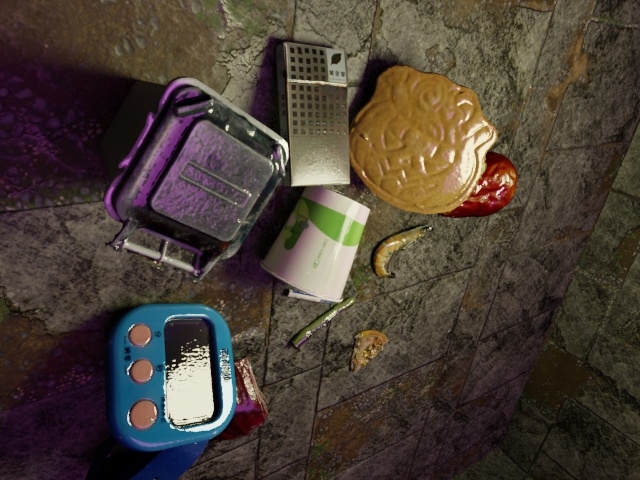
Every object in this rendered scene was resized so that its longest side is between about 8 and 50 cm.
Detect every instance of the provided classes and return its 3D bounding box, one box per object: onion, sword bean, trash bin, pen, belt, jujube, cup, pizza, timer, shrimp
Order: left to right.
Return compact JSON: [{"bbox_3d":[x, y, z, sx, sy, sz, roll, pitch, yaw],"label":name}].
[{"bbox_3d":[-0.460,0.565,1.236,0.347,0.212,0.117,-39,121,-1],"label":"belt"},{"bbox_3d":[-0.366,0.329,1.131,0.309,0.340,0.115,5,157,-39],"label":"timer"},{"bbox_3d":[-0.273,-0.139,0.852,0.255,0.367,0.296,26,97,-42],"label":"trash bin"},{"bbox_3d":[-0.292,0.541,1.412,0.280,0.146,0.314,-28,134,-16],"label":"onion"},{"bbox_3d":[-0.034,0.181,1.469,0.204,0.025,0.025,17,105,-43],"label":"pen"},{"bbox_3d":[0.000,0.000,1.245,0.253,0.253,0.274,22,95,-43],"label":"cup"},{"bbox_3d":[0.012,0.275,1.553,0.269,0.038,0.043,-34,126,-18],"label":"sword bean"},{"bbox_3d":[0.173,0.434,1.765,0.185,0.052,0.195,21,102,-40],"label":"pizza"},{"bbox_3d":[0.297,0.043,1.629,0.262,0.051,0.198,-27,136,-19],"label":"shrimp"},{"bbox_3d":[0.514,-0.181,1.548,0.318,0.223,0.223,-17,125,-25],"label":"jujube"}]

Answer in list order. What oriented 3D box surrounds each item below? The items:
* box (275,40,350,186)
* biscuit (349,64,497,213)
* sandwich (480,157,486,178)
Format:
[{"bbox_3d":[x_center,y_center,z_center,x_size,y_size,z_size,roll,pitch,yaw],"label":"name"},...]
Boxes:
[{"bbox_3d":[-0.014,-0.296,1.101,0.180,0.047,0.325,-7,99,-34],"label":"box"},{"bbox_3d":[0.270,-0.261,1.241,0.385,0.062,0.365,27,110,-4],"label":"biscuit"},{"bbox_3d":[0.333,-0.231,1.356,0.198,0.227,0.155,-37,132,-14],"label":"sandwich"}]
